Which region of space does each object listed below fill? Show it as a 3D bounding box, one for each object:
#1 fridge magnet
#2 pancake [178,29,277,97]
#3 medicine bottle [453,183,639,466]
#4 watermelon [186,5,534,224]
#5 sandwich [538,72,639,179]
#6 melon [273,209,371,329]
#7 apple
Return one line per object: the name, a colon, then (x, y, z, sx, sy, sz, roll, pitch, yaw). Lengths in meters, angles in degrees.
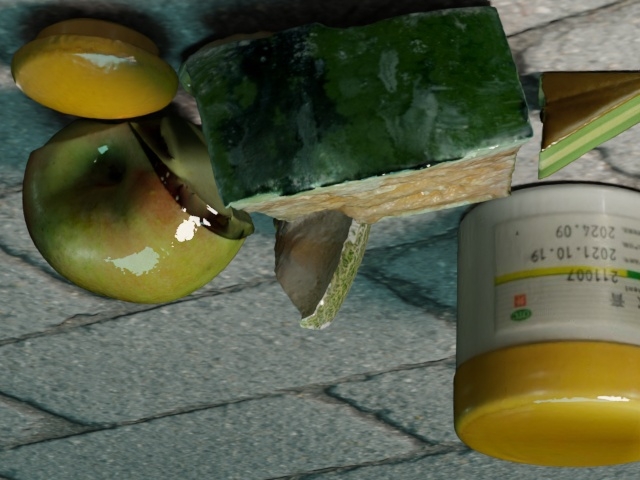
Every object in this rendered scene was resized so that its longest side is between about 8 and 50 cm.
fridge magnet: (-0.191, -0.144, 1.637, 0.143, 0.063, 0.143, 3, 158, 1)
pancake: (-0.057, -0.141, 1.681, 0.139, 0.022, 0.139, -2, 157, -1)
medicine bottle: (0.254, 0.089, 1.945, 0.237, 0.232, 0.238, 2, 159, 1)
watermelon: (0.033, -0.103, 1.609, 0.264, 0.151, 0.302, -11, 173, 3)
sandwich: (0.249, -0.100, 1.692, 0.116, 0.074, 0.074, 0, 158, 6)
melon: (0.005, -0.001, 1.923, 0.093, 0.202, 0.139, 27, 117, -9)
apple: (-0.164, -0.028, 1.757, 0.207, 0.174, 0.188, 14, 172, 18)
